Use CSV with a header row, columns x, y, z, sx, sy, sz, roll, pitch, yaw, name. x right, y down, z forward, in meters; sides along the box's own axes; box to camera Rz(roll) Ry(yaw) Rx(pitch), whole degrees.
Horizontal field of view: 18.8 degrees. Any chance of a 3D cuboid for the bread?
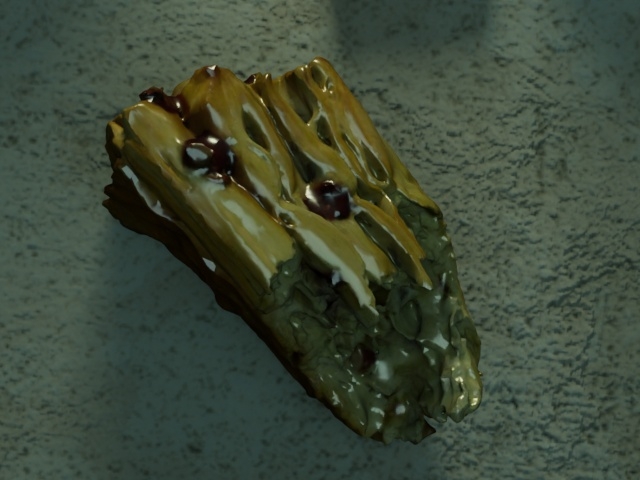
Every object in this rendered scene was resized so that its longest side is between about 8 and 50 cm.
x,y,z,sx,sy,sz,roll,pitch,yaw,name
0.000,0.000,1.562,0.370,0.314,0.191,45,80,-4,bread
